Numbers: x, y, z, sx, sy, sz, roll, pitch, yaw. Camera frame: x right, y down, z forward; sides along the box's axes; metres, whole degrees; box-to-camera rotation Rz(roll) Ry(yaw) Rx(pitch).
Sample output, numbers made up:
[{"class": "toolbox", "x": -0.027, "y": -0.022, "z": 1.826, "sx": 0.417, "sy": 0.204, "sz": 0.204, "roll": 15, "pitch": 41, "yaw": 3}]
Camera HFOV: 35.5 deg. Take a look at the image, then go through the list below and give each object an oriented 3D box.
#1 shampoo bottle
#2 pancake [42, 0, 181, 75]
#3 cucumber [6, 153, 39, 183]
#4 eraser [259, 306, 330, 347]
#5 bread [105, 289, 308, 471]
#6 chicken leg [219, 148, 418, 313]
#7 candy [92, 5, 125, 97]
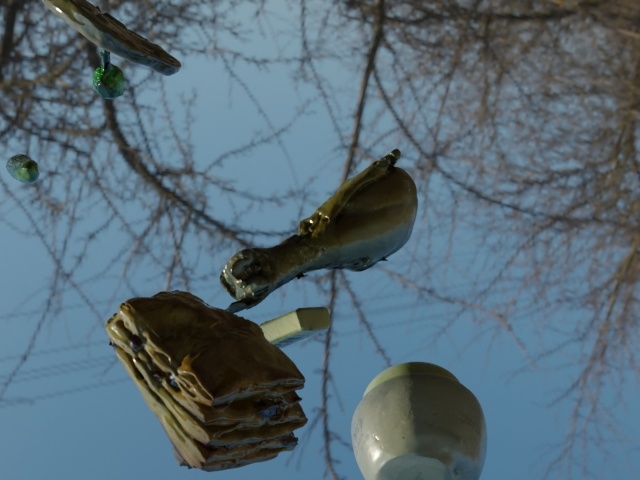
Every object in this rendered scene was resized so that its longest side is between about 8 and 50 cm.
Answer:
[{"class": "shampoo bottle", "x": 0.236, "y": 0.471, "z": 2.370, "sx": 0.322, "sy": 0.322, "sz": 0.317, "roll": 11, "pitch": -149, "yaw": -11}, {"class": "pancake", "x": -0.393, "y": -0.390, "z": 1.857, "sx": 0.294, "sy": 0.049, "sz": 0.294, "roll": 34, "pitch": -172, "yaw": -6}, {"class": "cucumber", "x": -0.603, "y": -0.145, "z": 2.030, "sx": 0.056, "sy": 0.056, "sz": 0.250, "roll": 5, "pitch": -173, "yaw": -24}, {"class": "eraser", "x": -0.072, "y": 0.210, "z": 2.363, "sx": 0.117, "sy": 0.172, "sz": 0.058, "roll": 3, "pitch": -113, "yaw": -51}, {"class": "bread", "x": -0.196, "y": 0.239, "z": 1.899, "sx": 0.314, "sy": 0.191, "sz": 0.370, "roll": -3, "pitch": -128, "yaw": -49}, {"class": "chicken leg", "x": 0.000, "y": 0.000, "z": 1.688, "sx": 0.429, "sy": 0.201, "sz": 0.153, "roll": -26, "pitch": -122, "yaw": -31}, {"class": "candy", "x": -0.588, "y": -0.514, "z": 2.729, "sx": 0.097, "sy": 0.323, "sz": 0.097, "roll": 2, "pitch": -126, "yaw": -3}]
